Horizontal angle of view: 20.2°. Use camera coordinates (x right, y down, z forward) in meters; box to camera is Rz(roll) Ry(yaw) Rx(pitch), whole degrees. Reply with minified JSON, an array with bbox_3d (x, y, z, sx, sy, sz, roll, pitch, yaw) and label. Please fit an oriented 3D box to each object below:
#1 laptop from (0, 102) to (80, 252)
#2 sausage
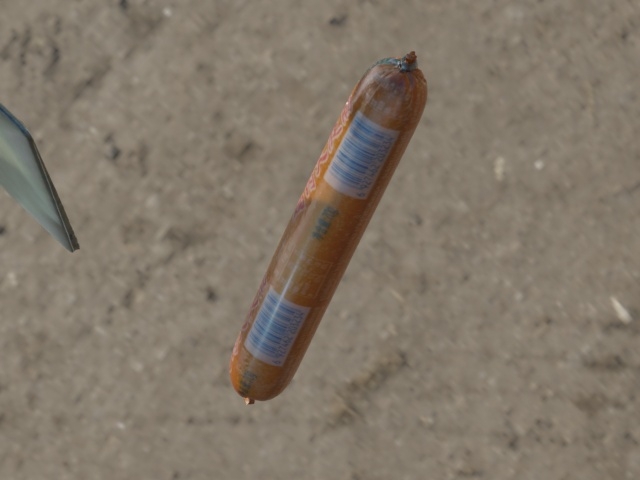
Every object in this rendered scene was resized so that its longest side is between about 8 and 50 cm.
[{"bbox_3d":[-0.281,-0.113,1.328,0.015,0.187,0.269,-42,68,-15],"label":"laptop"},{"bbox_3d":[0.000,0.000,1.304,0.053,0.053,0.348,62,140,39],"label":"sausage"}]
